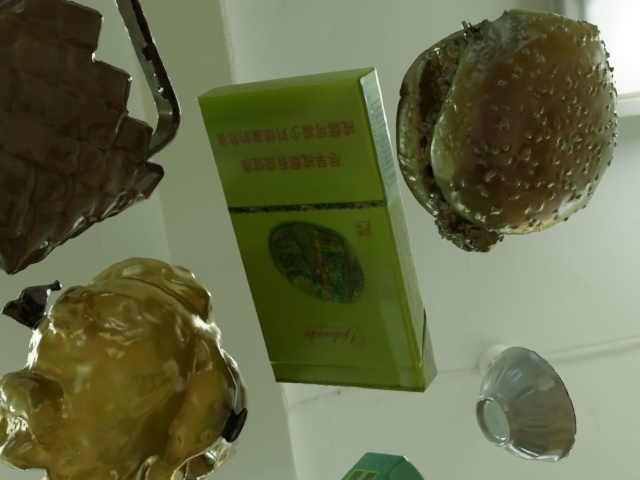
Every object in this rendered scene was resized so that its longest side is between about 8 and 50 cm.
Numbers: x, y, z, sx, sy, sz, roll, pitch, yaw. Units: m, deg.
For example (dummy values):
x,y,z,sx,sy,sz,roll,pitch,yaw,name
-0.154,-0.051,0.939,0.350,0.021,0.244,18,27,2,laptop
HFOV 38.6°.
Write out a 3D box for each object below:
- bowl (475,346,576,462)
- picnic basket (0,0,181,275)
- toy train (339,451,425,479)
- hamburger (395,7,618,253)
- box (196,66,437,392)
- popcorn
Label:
x,y,z,sx,sy,sz,roll,pitch,yaw,name
0.296,0.266,1.403,0.086,0.189,0.189,-16,-76,-26,bowl
-0.271,-0.136,0.827,0.321,0.291,0.254,-44,-53,-39,picnic basket
0.099,0.317,0.953,0.194,0.298,0.120,-39,-74,-33,toy train
0.172,-0.092,0.805,0.189,0.122,0.215,1,-76,-25,hamburger
0.000,0.000,0.933,0.187,0.047,0.335,-2,-67,29,box
-0.190,0.170,0.977,0.280,0.316,0.297,9,-100,34,popcorn
